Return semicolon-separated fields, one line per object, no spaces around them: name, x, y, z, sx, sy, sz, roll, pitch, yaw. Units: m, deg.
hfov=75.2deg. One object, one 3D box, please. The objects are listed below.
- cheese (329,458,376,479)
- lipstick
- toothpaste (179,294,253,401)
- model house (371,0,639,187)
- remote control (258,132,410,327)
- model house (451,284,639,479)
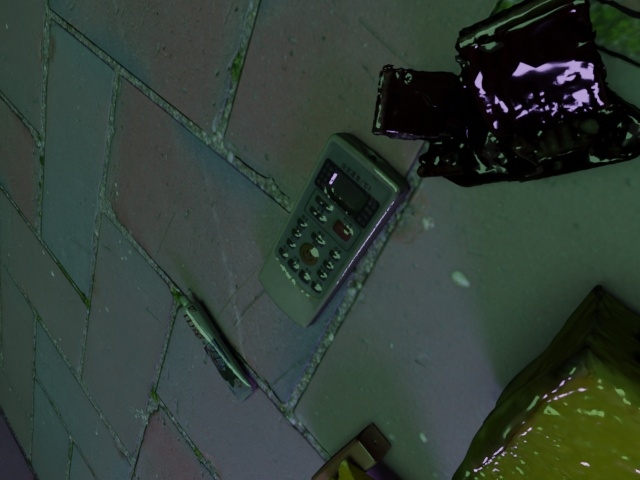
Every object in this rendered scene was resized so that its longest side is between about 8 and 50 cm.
cheese;0.076;0.388;0.563;0.171;0.126;0.093;40;123;28
lipstick;0.042;0.334;0.623;0.045;0.045;0.145;46;124;17
toothpaste;-0.201;0.198;0.789;0.233;0.038;0.060;52;129;12
model house;0.141;-0.110;0.356;0.203;0.164;0.141;-16;86;42
remote control;0.000;0.000;0.575;0.123;0.038;0.285;47;126;19
model house;0.262;0.188;0.326;0.234;0.175;0.193;38;122;29
